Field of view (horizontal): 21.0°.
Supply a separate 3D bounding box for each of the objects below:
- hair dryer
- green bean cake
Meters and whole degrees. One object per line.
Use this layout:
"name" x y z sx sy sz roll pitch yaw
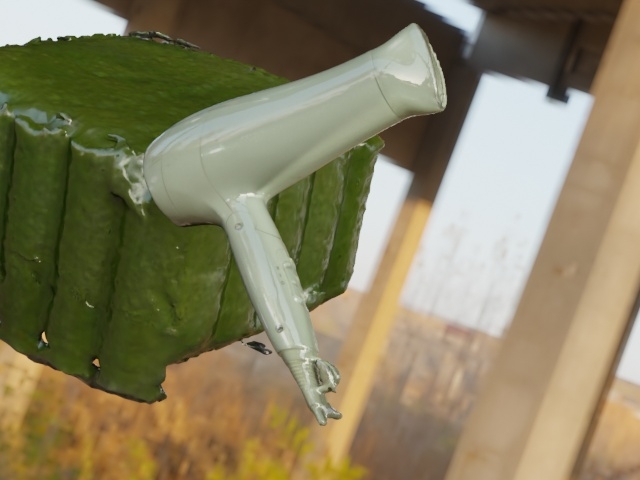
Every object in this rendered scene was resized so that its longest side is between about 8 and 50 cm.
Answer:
"hair dryer" 0.000 0.000 1.087 0.206 0.237 0.075 -21 -26 21
"green bean cake" -0.144 -0.032 1.449 0.335 0.218 0.319 25 24 27
